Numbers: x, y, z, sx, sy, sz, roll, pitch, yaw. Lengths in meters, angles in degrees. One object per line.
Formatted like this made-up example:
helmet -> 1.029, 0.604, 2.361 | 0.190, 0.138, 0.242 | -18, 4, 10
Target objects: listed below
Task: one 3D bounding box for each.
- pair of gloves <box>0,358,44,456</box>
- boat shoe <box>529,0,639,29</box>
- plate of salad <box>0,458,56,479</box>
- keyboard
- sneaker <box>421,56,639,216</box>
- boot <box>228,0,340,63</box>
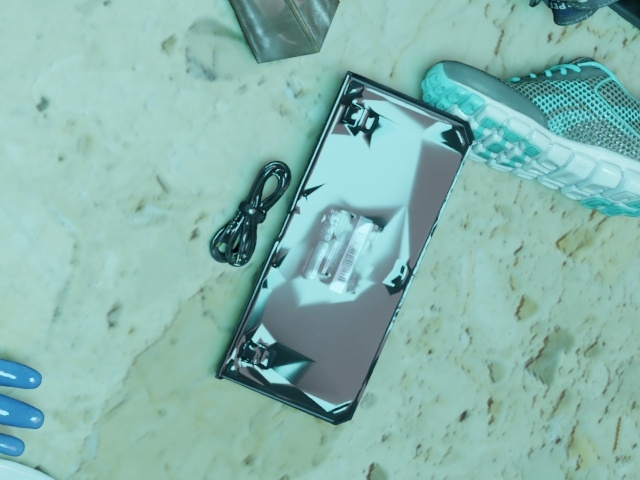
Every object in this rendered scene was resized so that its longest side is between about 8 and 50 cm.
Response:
pair of gloves -> -0.228, 0.111, 0.961 | 0.159, 0.023, 0.198 | 22, 76, -18
boat shoe -> 0.150, -0.151, 1.073 | 0.228, 0.080, 0.076 | 21, 89, -33
plate of salad -> -0.190, 0.209, 1.001 | 0.200, 0.048, 0.199 | -5, 103, -24
keyboard -> 0.000, 0.000, 1.048 | 0.108, 0.023, 0.180 | 23, 95, -9
sneaker -> 0.130, -0.072, 1.093 | 0.166, 0.065, 0.076 | 23, 70, -25
boot -> -0.014, -0.159, 1.015 | 0.106, 0.037, 0.114 | -34, 109, -1
